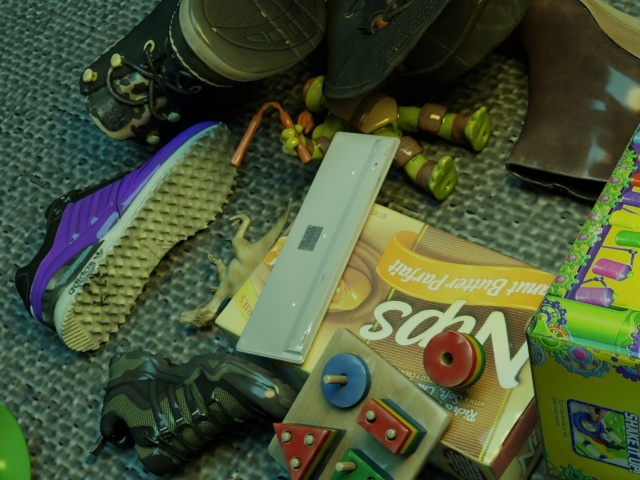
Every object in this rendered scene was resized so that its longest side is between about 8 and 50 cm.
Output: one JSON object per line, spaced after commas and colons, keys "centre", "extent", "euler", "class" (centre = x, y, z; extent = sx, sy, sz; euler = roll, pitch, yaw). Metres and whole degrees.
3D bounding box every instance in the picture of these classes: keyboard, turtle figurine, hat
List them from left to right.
{"centre": [0.000, 0.000, 1.177], "extent": [0.072, 0.014, 0.256], "euler": [5, 57, 33], "class": "keyboard"}
{"centre": [0.051, -0.118, 1.311], "extent": [0.217, 0.087, 0.269], "euler": [28, 54, 25], "class": "turtle figurine"}
{"centre": [0.133, -0.255, 1.256], "extent": [0.331, 0.134, 0.331], "euler": [-47, 25, 30], "class": "hat"}

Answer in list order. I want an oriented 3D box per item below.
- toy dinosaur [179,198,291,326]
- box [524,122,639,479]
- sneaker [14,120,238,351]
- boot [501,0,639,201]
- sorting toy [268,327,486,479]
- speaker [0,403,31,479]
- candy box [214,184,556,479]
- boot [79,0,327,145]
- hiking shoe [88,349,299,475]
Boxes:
{"centre": [-0.071, 0.017, 1.261], "extent": [0.183, 0.053, 0.092], "euler": [-49, 27, 20], "class": "toy dinosaur"}
{"centre": [0.347, 0.058, 0.963], "extent": [0.279, 0.177, 0.290], "euler": [13, 48, 30], "class": "box"}
{"centre": [-0.218, -0.031, 1.345], "extent": [0.146, 0.102, 0.293], "euler": [26, 67, 36], "class": "sneaker"}
{"centre": [0.232, -0.154, 1.265], "extent": [0.248, 0.090, 0.207], "euler": [21, 62, 29], "class": "boot"}
{"centre": [0.017, 0.169, 1.051], "extent": [0.132, 0.046, 0.274], "euler": [38, 105, 33], "class": "sorting toy"}
{"centre": [-0.437, 0.241, 1.210], "extent": [0.296, 0.131, 0.131], "euler": [-15, 50, 11], "class": "speaker"}
{"centre": [0.081, 0.083, 1.145], "extent": [0.316, 0.087, 0.183], "euler": [24, 68, 34], "class": "candy box"}
{"centre": [-0.133, -0.199, 1.312], "extent": [0.284, 0.138, 0.377], "euler": [-36, 20, 28], "class": "boot"}
{"centre": [-0.116, 0.168, 1.169], "extent": [0.227, 0.086, 0.114], "euler": [-2, 65, 38], "class": "hiking shoe"}
